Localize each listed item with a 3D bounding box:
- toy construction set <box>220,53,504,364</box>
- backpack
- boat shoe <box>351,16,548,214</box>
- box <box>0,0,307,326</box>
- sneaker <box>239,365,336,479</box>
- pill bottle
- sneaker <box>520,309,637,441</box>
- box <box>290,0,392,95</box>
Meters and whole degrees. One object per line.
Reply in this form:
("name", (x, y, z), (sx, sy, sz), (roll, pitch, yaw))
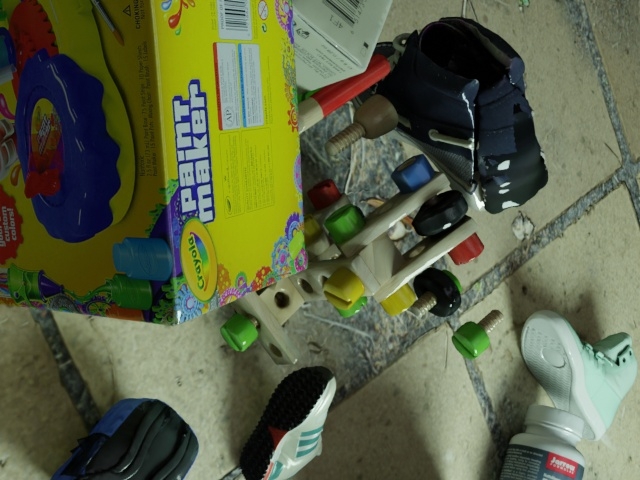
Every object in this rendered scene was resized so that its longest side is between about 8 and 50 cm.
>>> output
("toy construction set", (0.000, 0.000, 0.817), (0.237, 0.257, 0.309), (-36, 129, -25))
("backpack", (-0.185, 0.206, 0.760), (0.098, 0.101, 0.120), (53, 55, -24))
("boat shoe", (0.117, -0.180, 0.862), (0.127, 0.340, 0.158), (-29, 131, -11))
("box", (-0.177, -0.107, 0.624), (0.177, 0.279, 0.290), (-21, 111, -59))
("sneaker", (-0.022, 0.202, 0.885), (0.075, 0.057, 0.161), (14, 114, -45))
("pill bottle", (0.307, 0.327, 1.127), (0.108, 0.108, 0.180), (31, 69, -32))
("sneaker", (0.391, 0.162, 1.207), (0.151, 0.094, 0.256), (-46, 124, -24))
("box", (-0.059, -0.198, 0.772), (0.094, 0.275, 0.113), (33, 66, -31))
